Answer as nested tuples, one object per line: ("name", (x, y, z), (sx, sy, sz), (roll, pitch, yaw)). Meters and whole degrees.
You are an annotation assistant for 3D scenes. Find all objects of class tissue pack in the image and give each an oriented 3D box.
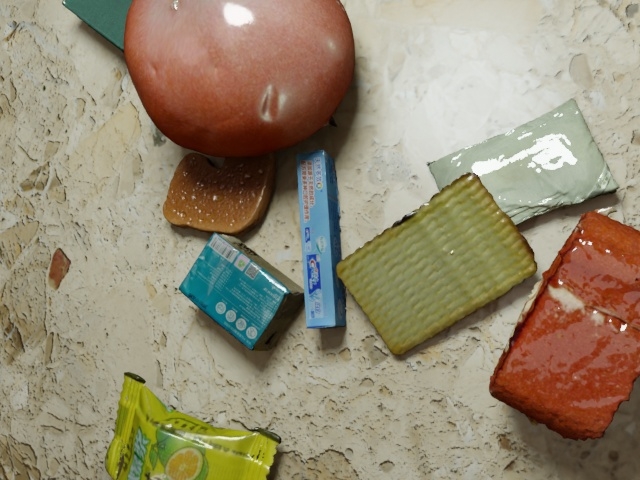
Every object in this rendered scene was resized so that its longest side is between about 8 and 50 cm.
("tissue pack", (-0.123, 0.082, 0.987), (0.169, 0.082, 0.120), (35, 97, 20))

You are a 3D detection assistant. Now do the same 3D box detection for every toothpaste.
("toothpaste", (0.000, 0.000, 0.961), (0.053, 0.066, 0.272), (-6, 81, 19))

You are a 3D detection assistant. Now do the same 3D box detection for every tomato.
("tomato", (-0.123, -0.287, 0.924), (0.342, 0.273, 0.341), (-9, 64, 19))

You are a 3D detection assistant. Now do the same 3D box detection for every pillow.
("pillow", (0.281, -0.092, 0.881), (0.230, 0.050, 0.148), (-22, 71, 17))

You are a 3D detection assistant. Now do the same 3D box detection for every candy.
("candy", (-0.217, 0.344, 0.988), (0.297, 0.081, 0.187), (15, 90, 21))

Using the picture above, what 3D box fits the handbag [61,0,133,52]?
("handbag", (-0.306, -0.504, 1.132), (0.238, 0.089, 0.326), (39, 98, 21))

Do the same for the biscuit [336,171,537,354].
("biscuit", (0.163, 0.036, 0.890), (0.255, 0.029, 0.172), (-35, 88, 19))

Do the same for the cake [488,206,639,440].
("cake", (0.330, 0.102, 0.770), (0.151, 0.177, 0.282), (27, 98, 21))

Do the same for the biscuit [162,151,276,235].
("biscuit", (-0.168, -0.102, 1.054), (0.192, 0.036, 0.186), (9, 84, 21))
